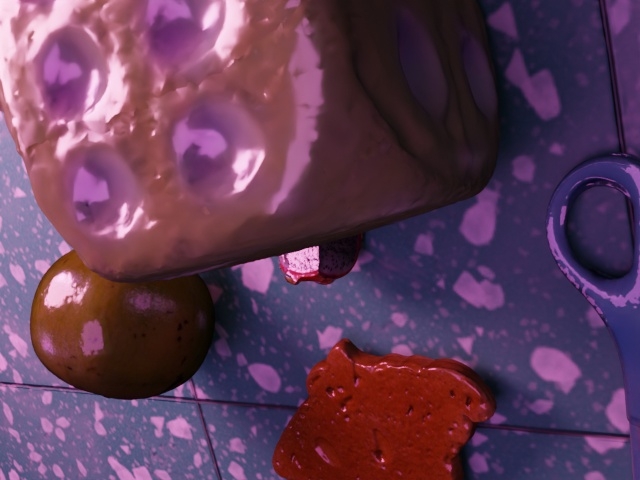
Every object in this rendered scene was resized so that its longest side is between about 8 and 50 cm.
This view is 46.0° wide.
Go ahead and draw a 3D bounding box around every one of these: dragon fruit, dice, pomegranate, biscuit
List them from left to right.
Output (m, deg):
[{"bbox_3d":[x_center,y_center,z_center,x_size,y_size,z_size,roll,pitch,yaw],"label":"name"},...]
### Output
[{"bbox_3d":[-0.198,0.057,0.743,0.179,0.179,0.211,1,108,34],"label":"pomegranate"},{"bbox_3d":[-0.039,-0.115,0.498,0.254,0.249,0.252,-18,86,32],"label":"dice"},{"bbox_3d":[0.000,0.000,0.663,0.056,0.060,0.083,-20,70,44],"label":"dragon fruit"},{"bbox_3d":[0.050,0.181,0.709,0.280,0.043,0.183,-36,83,43],"label":"biscuit"}]

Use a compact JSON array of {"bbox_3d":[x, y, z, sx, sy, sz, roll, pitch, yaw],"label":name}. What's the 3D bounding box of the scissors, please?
[{"bbox_3d":[0.258,0.105,0.542,0.180,0.032,0.393,4,109,33],"label":"scissors"}]
